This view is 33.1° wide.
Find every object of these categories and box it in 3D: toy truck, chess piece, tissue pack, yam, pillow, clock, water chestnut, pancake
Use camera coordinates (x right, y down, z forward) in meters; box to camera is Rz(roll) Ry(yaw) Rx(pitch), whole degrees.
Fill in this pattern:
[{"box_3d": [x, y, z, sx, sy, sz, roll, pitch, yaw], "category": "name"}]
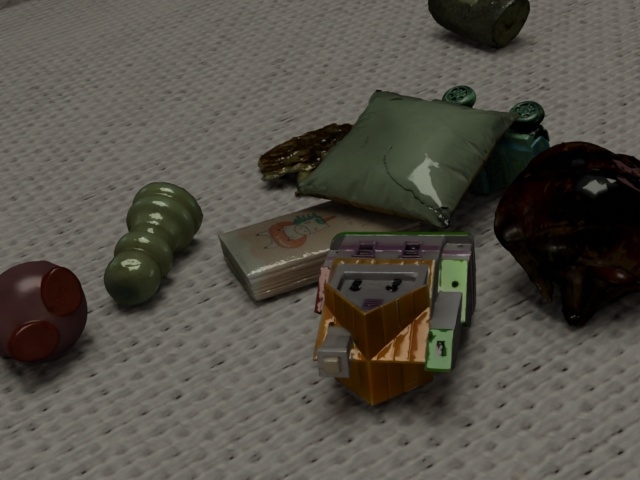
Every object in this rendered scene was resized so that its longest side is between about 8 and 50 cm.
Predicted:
[{"box_3d": [0.310, -0.181, 2.048, 0.279, 0.155, 0.156, 21, 59, 37], "category": "toy truck"}, {"box_3d": [-0.307, 0.015, 1.910, 0.133, 0.133, 0.243, 1, 37, 14], "category": "chess piece"}, {"box_3d": [0.000, 0.000, 1.902, 0.326, 0.071, 0.170, -18, 31, -15], "category": "tissue pack"}, {"box_3d": [0.386, -0.565, 2.639, 0.154, 0.154, 0.254, -28, 44, -29], "category": "yam"}, {"box_3d": [0.157, -0.153, 1.919, 0.312, 0.119, 0.310, 13, 47, 32], "category": "pillow"}, {"box_3d": [0.101, 0.119, 1.608, 0.235, 0.166, 0.309, 0, 26, 14], "category": "clock"}, {"box_3d": [0.423, -0.019, 1.690, 0.289, 0.244, 0.289, 19, 27, -10], "category": "water chestnut"}, {"box_3d": [-0.004, -0.169, 2.190, 0.258, 0.056, 0.212, -23, 27, -9], "category": "pancake"}]

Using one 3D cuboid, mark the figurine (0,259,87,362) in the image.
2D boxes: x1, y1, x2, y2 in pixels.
[{"box_3d": [-0.464, 0.114, 1.744, 0.173, 0.173, 0.173, -6, 32, 4], "category": "figurine"}]
